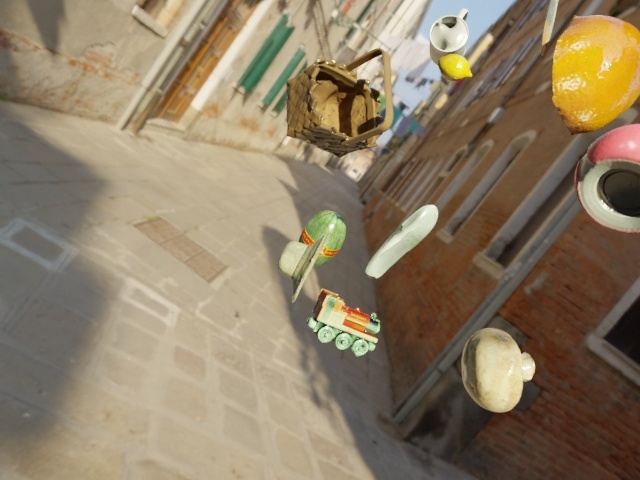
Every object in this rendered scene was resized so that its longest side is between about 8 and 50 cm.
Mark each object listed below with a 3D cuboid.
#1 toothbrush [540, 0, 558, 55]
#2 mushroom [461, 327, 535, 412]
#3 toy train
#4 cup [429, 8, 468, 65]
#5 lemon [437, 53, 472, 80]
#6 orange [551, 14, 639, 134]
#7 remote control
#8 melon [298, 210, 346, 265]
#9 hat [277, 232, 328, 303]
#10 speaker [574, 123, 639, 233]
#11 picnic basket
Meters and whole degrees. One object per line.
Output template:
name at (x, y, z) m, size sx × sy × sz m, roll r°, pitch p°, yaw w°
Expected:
toothbrush at (0.545, -0.598, 1.340) m, size 0.037 × 0.028 × 0.375 m, roll 18°, pitch -41°, yaw 21°
mushroom at (0.353, 0.260, 1.175) m, size 0.128 × 0.166 × 0.166 m, roll 6°, pitch 11°, yaw -4°
toy train at (0.061, 0.197, 1.383) m, size 0.176 × 0.118 × 0.074 m, roll 23°, pitch 8°, yaw -14°
cup at (0.360, -0.545, 1.581) m, size 0.099 × 0.136 × 0.133 m, roll 59°, pitch 7°, yaw 8°
lemon at (0.334, -0.427, 1.449) m, size 0.092 × 0.065 × 0.065 m, roll 26°, pitch 7°, yaw 0°
orange at (0.652, -0.406, 1.407) m, size 0.274 × 0.274 × 0.310 m, roll 35°, pitch 22°, yaw -10°
remote control at (0.215, 0.008, 1.532) m, size 0.097 × 0.256 × 0.045 m, roll 25°, pitch 23°, yaw -50°
melon at (0.000, 0.000, 2.513) m, size 0.183 × 0.287 × 0.182 m, roll 20°, pitch 33°, yaw -14°
hat at (-0.077, 0.064, 1.852) m, size 0.110 × 0.251 × 0.252 m, roll 27°, pitch 7°, yaw 2°
speaker at (0.842, -0.160, 1.582) m, size 0.294 × 0.294 × 0.294 m, roll 36°, pitch 7°, yaw -5°
picnic basket at (0.077, -0.406, 1.747) m, size 0.291 × 0.253 × 0.321 m, roll 15°, pitch -20°, yaw -43°
